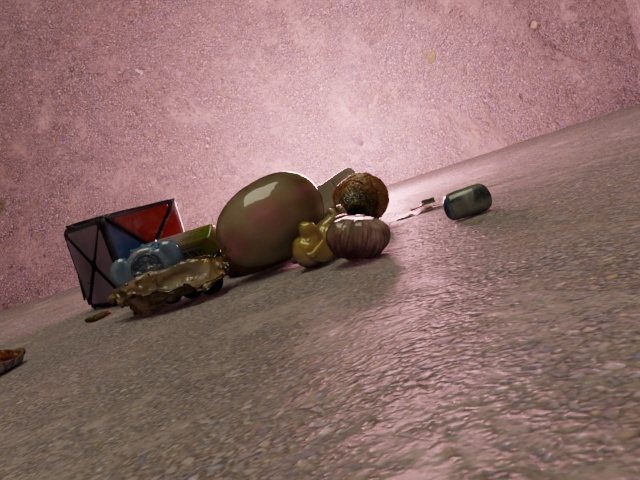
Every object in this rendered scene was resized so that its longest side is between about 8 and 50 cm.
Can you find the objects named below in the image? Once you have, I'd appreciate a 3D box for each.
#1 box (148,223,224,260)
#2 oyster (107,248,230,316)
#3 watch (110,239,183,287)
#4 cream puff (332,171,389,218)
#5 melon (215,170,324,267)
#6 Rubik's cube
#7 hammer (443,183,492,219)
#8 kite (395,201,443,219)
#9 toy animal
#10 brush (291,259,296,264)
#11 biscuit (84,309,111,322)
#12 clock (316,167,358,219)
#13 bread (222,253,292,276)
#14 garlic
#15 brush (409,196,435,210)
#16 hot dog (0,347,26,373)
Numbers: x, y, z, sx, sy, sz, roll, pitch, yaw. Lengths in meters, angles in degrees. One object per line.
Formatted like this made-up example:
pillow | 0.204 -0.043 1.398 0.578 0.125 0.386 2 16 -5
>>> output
box | -0.397 0.048 2.143 0.260 0.175 0.062 -14 48 27
oyster | -0.401 0.131 1.773 0.361 0.096 0.221 -18 11 6
watch | -0.489 0.098 1.999 0.211 0.211 0.193 -19 -5 -5
cream puff | 0.119 -0.100 2.114 0.183 0.183 0.169 -16 29 20
melon | -0.130 -0.058 1.827 0.317 0.223 0.223 -34 12 -26
Rubik's cube | -0.657 0.038 2.357 0.310 0.305 0.307 -13 7 44
hammer | 0.350 -0.093 1.689 0.116 0.070 0.194 -19 1 -1
kite | 0.336 -0.103 2.044 0.229 0.016 0.127 -16 10 26
toy animal | 0.010 -0.008 1.694 0.168 0.121 0.233 -36 -1 6
brush | -0.037 0.050 1.780 0.083 0.013 0.016 -13 8 -25
biscuit | -0.676 0.231 2.055 0.082 0.016 0.092 -19 4 -8
clock | 0.060 -0.139 2.405 0.265 0.109 0.324 -36 -11 15
bread | -0.180 0.042 2.013 0.236 0.070 0.236 -17 6 2
garlic | 0.081 -0.004 1.509 0.147 0.102 0.159 -6 11 -27
brush | 0.307 -0.111 2.063 0.083 0.021 0.019 -22 7 8
hot dog | -0.772 0.292 1.605 0.099 0.053 0.192 -21 3 13
